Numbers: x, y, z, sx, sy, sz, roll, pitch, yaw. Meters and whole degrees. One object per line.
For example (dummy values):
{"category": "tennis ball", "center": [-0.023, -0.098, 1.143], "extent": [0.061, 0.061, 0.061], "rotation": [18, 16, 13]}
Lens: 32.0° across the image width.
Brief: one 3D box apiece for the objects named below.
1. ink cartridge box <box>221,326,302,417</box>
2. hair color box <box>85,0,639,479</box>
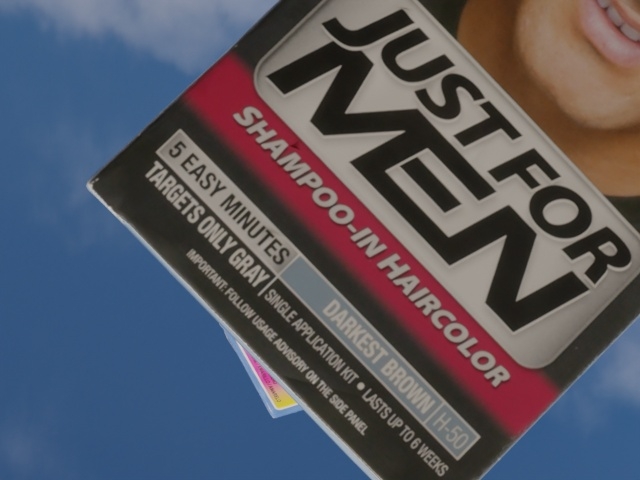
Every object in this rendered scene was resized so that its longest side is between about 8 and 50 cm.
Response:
{"category": "ink cartridge box", "center": [0.105, -0.003, 1.173], "extent": [0.270, 0.395, 0.151], "rotation": [-90, -24, -55]}
{"category": "hair color box", "center": [0.103, -0.084, 0.479], "extent": [0.374, 0.113, 0.185], "rotation": [-45, -87, -6]}
